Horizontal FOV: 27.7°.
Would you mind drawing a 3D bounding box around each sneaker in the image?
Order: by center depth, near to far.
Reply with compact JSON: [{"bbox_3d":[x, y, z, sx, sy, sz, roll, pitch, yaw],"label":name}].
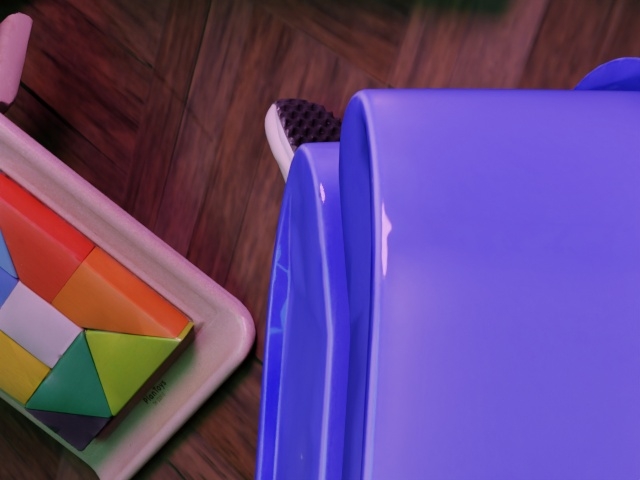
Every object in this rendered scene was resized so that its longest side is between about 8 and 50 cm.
[{"bbox_3d":[0.000,0.000,0.706,0.075,0.057,0.161,-43,67,36],"label":"sneaker"}]

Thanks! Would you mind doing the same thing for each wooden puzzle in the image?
[{"bbox_3d":[-0.183,0.047,0.855,0.238,0.044,0.221,42,131,-1],"label":"wooden puzzle"}]

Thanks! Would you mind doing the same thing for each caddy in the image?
[{"bbox_3d":[0.077,0.093,0.517,0.241,0.179,0.342,153,121,-78],"label":"caddy"}]

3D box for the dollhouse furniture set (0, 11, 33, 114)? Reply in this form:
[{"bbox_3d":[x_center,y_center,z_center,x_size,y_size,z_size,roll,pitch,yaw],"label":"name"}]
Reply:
[{"bbox_3d":[-0.395,-0.275,0.896,0.256,0.362,0.394,-25,52,47],"label":"dollhouse furniture set"}]
